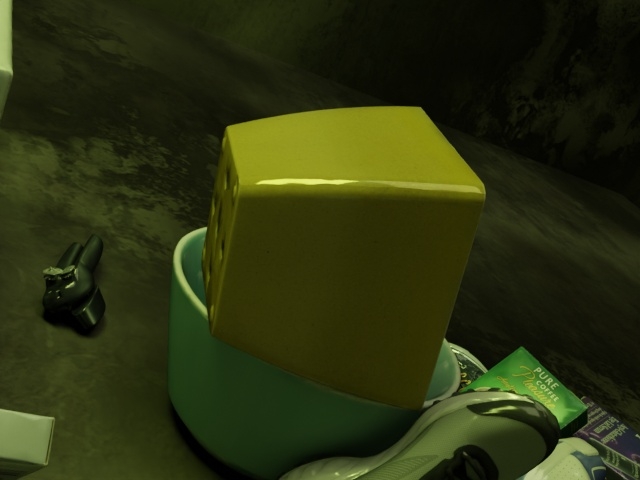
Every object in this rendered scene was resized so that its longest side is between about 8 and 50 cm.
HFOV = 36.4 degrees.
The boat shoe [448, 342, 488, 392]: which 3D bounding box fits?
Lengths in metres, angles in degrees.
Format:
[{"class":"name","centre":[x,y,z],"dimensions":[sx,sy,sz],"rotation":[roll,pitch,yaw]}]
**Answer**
[{"class":"boat shoe","centre":[0.189,0.195,1.253],"dimensions":[0.183,0.065,0.083],"rotation":[35,20,21]}]

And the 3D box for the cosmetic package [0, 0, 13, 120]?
[{"class":"cosmetic package","centre":[-0.472,-0.119,0.835],"dimensions":[0.327,0.329,0.393],"rotation":[17,22,-25]}]

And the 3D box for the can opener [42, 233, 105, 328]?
[{"class":"can opener","centre":[-0.280,0.039,1.105],"dimensions":[0.059,0.073,0.186],"rotation":[-17,24,-3]}]

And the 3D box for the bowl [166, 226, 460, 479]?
[{"class":"bowl","centre":[-0.030,0.133,0.993],"dimensions":[0.312,0.163,0.311],"rotation":[22,20,-8]}]

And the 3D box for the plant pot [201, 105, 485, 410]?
[{"class":"plant pot","centre":[0.000,0.000,0.854],"dimensions":[0.187,0.212,0.212],"rotation":[6,25,-13]}]

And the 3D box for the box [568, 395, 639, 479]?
[{"class":"box","centre":[0.345,0.295,1.132],"dimensions":[0.207,0.108,0.153],"rotation":[35,21,25]}]

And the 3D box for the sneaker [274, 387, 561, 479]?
[{"class":"sneaker","centre":[0.082,0.218,0.829],"dimensions":[0.100,0.271,0.108],"rotation":[56,13,-26]}]

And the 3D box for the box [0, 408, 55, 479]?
[{"class":"box","centre":[-0.302,0.139,0.690],"dimensions":[0.186,0.145,0.038],"rotation":[15,65,-26]}]

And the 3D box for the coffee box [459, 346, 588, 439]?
[{"class":"coffee box","centre":[0.193,0.211,1.081],"dimensions":[0.113,0.184,0.040],"rotation":[44,-17,40]}]

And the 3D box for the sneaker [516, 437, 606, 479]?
[{"class":"sneaker","centre":[0.217,0.321,0.911],"dimensions":[0.182,0.127,0.315],"rotation":[39,30,22]}]
